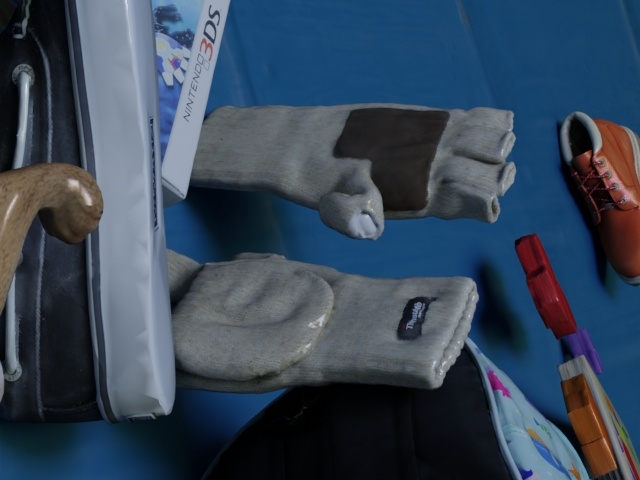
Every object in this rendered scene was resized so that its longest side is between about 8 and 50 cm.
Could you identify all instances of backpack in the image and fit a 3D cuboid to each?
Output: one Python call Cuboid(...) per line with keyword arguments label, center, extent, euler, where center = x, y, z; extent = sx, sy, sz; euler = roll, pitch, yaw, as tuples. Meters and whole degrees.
Cuboid(label="backpack", center=(0.043, 0.176, 0.828), extent=(0.191, 0.225, 0.253), euler=(42, 20, -36))

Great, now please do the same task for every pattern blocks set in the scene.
Cuboid(label="pattern blocks set", center=(0.217, 0.178, 1.169), extent=(0.325, 0.026, 0.285), euler=(-102, 164, -45))

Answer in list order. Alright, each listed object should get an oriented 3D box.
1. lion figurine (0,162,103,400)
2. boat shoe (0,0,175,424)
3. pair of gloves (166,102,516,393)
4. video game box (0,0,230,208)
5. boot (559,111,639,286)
Cuboid(label="lion figurine", center=(-0.172, 0.130, 0.637), extent=(0.240, 0.142, 0.392), euler=(-7, 77, -58))
Cuboid(label="boat shoe", center=(-0.131, -0.060, 0.788), extent=(0.108, 0.102, 0.301), euler=(-86, 173, -85))
Cuboid(label="pair of gloves", center=(0.000, 0.000, 0.901), extent=(0.240, 0.204, 0.042), euler=(-70, 152, -46))
Cuboid(label="video game box", center=(-0.138, -0.143, 0.907), extent=(0.205, 0.048, 0.187), euler=(40, 42, -37))
Cuboid(label="boot", center=(0.243, -0.037, 1.384), extent=(0.084, 0.059, 0.158), euler=(24, 46, -43))
